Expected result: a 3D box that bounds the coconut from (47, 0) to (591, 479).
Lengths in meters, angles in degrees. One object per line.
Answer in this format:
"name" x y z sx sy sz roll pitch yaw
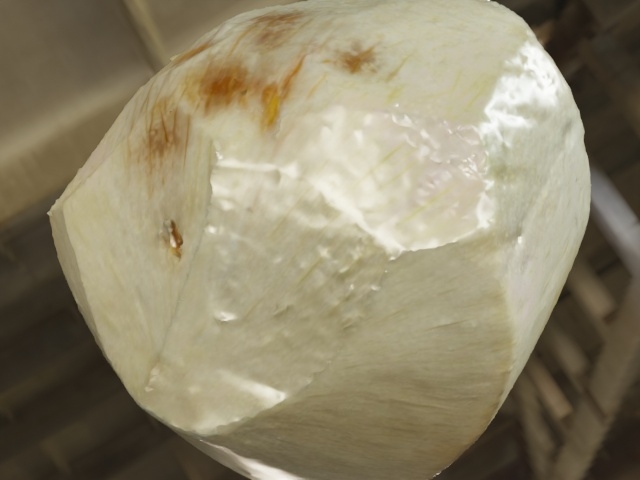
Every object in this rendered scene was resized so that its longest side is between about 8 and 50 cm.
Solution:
"coconut" 0.000 0.000 1.184 0.415 0.344 0.415 -47 2 2
